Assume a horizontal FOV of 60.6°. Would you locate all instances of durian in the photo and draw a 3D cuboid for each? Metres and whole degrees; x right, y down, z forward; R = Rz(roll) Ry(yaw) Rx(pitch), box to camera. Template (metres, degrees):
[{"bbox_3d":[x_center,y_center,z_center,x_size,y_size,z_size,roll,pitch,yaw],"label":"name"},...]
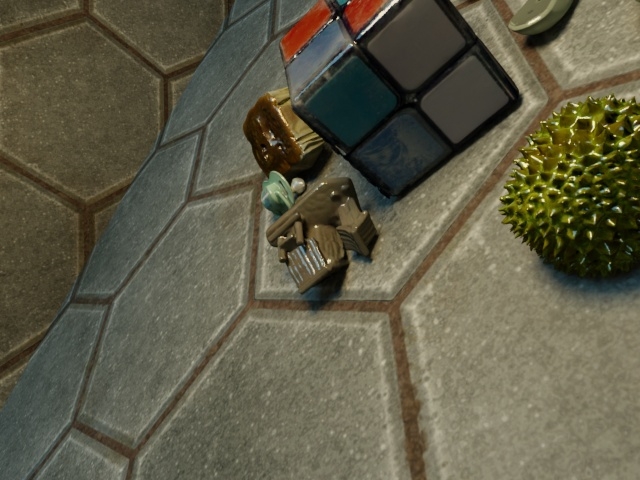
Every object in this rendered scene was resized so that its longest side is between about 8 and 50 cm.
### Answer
[{"bbox_3d":[0.344,-0.076,0.711,0.237,0.176,0.200,-60,12,10],"label":"durian"}]

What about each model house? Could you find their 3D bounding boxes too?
[{"bbox_3d":[0.004,0.000,1.103,0.229,0.122,0.188,-37,38,19],"label":"model house"}]

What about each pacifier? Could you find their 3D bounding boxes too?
[{"bbox_3d":[-0.083,-0.115,1.363,0.116,0.127,0.150,-26,-11,-28],"label":"pacifier"}]

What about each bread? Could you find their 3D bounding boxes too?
[{"bbox_3d":[-0.102,-0.265,1.395,0.192,0.110,0.210,-36,78,52],"label":"bread"}]

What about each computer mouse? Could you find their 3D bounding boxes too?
[{"bbox_3d":[0.433,-0.447,1.043,0.182,0.056,0.089,-53,33,-15],"label":"computer mouse"}]

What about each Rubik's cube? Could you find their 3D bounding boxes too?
[{"bbox_3d":[0.136,-0.337,1.076,0.318,0.316,0.313,-38,35,20],"label":"Rubik's cube"}]

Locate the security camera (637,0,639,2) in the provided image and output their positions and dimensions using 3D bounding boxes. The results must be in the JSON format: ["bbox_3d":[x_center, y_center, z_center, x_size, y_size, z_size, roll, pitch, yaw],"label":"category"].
[{"bbox_3d":[0.532,-0.457,0.816,0.194,0.194,0.236,-22,49,39],"label":"security camera"}]
